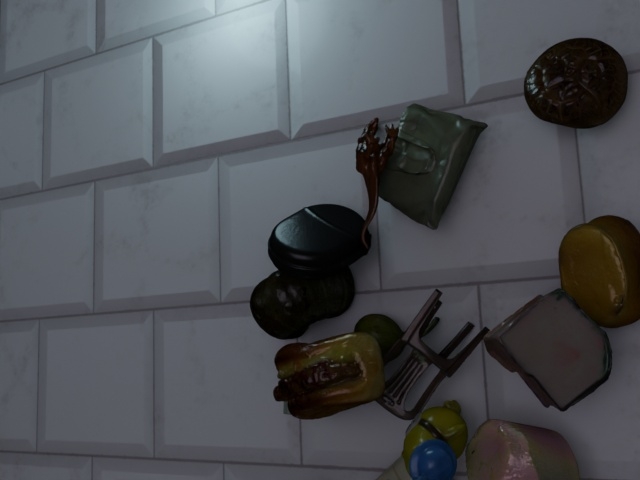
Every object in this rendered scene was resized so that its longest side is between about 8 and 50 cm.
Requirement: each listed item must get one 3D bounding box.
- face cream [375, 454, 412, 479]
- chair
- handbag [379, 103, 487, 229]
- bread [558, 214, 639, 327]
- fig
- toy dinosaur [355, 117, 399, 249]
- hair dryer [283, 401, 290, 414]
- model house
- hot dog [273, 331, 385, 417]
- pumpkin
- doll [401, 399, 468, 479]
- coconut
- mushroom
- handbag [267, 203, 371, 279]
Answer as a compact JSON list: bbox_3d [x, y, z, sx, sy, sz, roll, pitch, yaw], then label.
[{"bbox_3d":[0.196,0.722,1.911,0.348,0.081,0.173,-49,65,14],"label":"face cream"},{"bbox_3d":[0.259,0.306,1.823,0.176,0.183,0.326,37,87,9],"label":"chair"},{"bbox_3d":[0.291,-0.213,1.967,0.253,0.109,0.315,28,97,37],"label":"handbag"},{"bbox_3d":[0.676,0.076,1.685,0.195,0.143,0.269,-14,83,53],"label":"bread"},{"bbox_3d":[0.213,0.263,1.962,0.245,0.149,0.149,-10,78,8],"label":"fig"},{"bbox_3d":[0.141,-0.212,1.942,0.097,0.208,0.432,13,55,-7],"label":"toy dinosaur"},{"bbox_3d":[-0.052,0.491,2.110,0.124,0.038,0.063,1,86,22],"label":"hair dryer"},{"bbox_3d":[0.543,0.256,1.700,0.202,0.237,0.237,-42,85,-4],"label":"model house"},{"bbox_3d":[-0.004,0.367,1.896,0.405,0.223,0.185,138,131,-58],"label":"hot dog"},{"bbox_3d":[-0.082,0.148,2.062,0.325,0.232,0.242,-34,66,17],"label":"pumpkin"},{"bbox_3d":[0.275,0.510,1.746,0.199,0.363,0.145,-40,86,21],"label":"doll"},{"bbox_3d":[0.490,0.551,1.689,0.233,0.245,0.233,-48,32,43],"label":"coconut"},{"bbox_3d":[0.641,-0.395,1.781,0.253,0.153,0.253,-8,71,23],"label":"mushroom"},{"bbox_3d":[0.000,-0.001,2.004,0.254,0.308,0.093,28,134,34],"label":"handbag"}]
